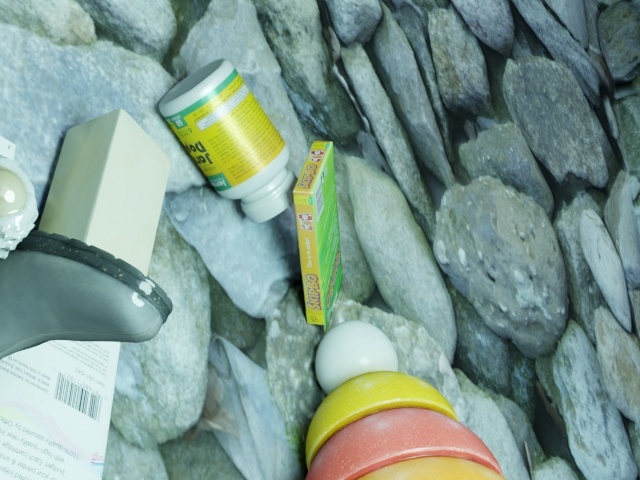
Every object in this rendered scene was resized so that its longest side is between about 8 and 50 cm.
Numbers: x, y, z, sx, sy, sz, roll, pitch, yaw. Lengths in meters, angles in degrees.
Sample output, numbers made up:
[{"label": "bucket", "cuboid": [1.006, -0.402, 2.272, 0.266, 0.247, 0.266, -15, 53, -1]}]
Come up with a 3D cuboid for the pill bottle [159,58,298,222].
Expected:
[{"label": "pill bottle", "cuboid": [-0.116, -0.131, 1.595, 0.208, 0.117, 0.118, 55, 32, -19]}]

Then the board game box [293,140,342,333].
[{"label": "board game box", "cuboid": [0.000, 0.000, 1.667, 0.124, 0.039, 0.259, -70, 158, -49]}]

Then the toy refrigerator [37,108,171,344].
[{"label": "toy refrigerator", "cuboid": [-0.254, -0.011, 1.326, 0.102, 0.094, 0.270, 48, 35, -40]}]

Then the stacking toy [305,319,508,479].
[{"label": "stacking toy", "cuboid": [0.095, 0.293, 1.530, 0.350, 0.350, 0.480, 40, 23, -37]}]

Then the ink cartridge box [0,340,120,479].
[{"label": "ink cartridge box", "cuboid": [-0.307, 0.186, 1.080, 0.201, 0.117, 0.278, 38, 40, -39]}]

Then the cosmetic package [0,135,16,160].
[{"label": "cosmetic package", "cuboid": [-0.419, -0.109, 1.125, 0.239, 0.098, 0.060, 34, 43, -41]}]

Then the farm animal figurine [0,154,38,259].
[{"label": "farm animal figurine", "cuboid": [-0.425, -0.073, 0.930, 0.330, 0.326, 0.172, 62, -17, 19]}]

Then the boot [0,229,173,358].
[{"label": "boot", "cuboid": [-0.294, 0.109, 0.939, 0.118, 0.338, 0.223, 62, 38, -50]}]
